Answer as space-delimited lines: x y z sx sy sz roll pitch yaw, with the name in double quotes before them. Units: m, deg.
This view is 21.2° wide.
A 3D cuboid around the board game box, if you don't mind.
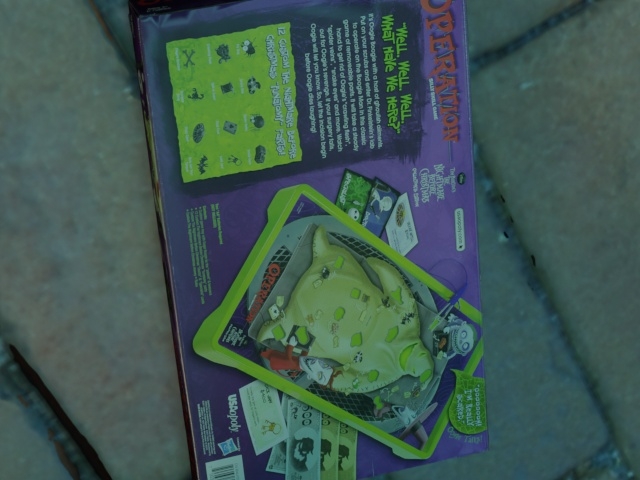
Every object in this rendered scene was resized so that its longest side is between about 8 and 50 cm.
"board game box" 0.000 0.000 1.101 0.208 0.056 0.347 -9 114 -9
